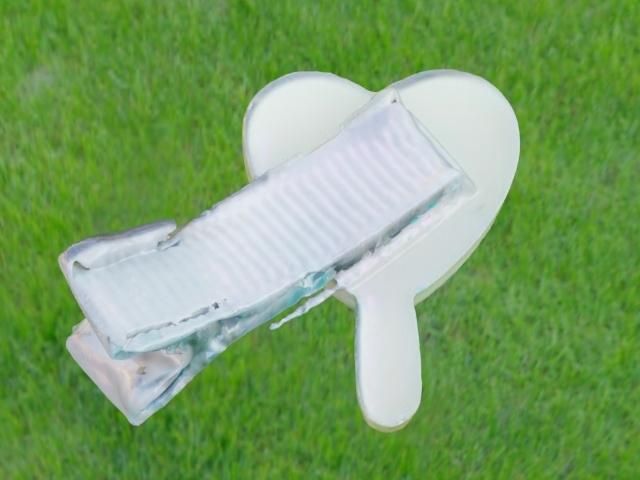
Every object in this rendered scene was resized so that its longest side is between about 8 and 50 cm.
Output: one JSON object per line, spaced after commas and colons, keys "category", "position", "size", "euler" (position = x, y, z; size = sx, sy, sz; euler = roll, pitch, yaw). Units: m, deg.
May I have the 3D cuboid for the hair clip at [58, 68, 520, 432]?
{"category": "hair clip", "position": [0.002, 0.003, 0.607], "size": [0.218, 0.071, 0.159], "euler": [-32, 73, -23]}
